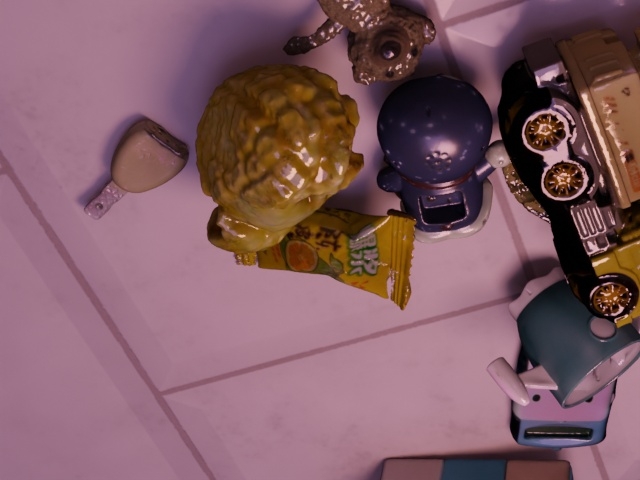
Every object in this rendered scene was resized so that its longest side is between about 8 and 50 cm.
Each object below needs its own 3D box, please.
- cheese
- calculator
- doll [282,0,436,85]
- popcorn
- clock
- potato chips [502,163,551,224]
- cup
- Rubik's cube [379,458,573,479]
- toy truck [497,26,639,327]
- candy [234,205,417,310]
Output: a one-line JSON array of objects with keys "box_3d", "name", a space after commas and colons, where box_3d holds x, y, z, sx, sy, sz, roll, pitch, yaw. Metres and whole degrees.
[{"box_3d": [-0.280, -0.093, 1.795, 0.097, 0.037, 0.192, 37, 119, -23], "name": "cheese"}, {"box_3d": [0.402, 0.245, 2.035, 0.172, 0.051, 0.293, 0, 128, 0], "name": "calculator"}, {"box_3d": [0.038, -0.330, 1.581, 0.202, 0.091, 0.286, -14, 117, -2], "name": "doll"}, {"box_3d": [-0.071, -0.127, 1.653, 0.173, 0.225, 0.286, -4, 157, -35], "name": "popcorn"}, {"box_3d": [0.167, -0.119, 1.702, 0.199, 0.147, 0.243, -5, 135, 11], "name": "clock"}, {"box_3d": [0.365, -0.103, 1.781, 0.202, 0.029, 0.220, -8, 125, 9], "name": "potato chips"}, {"box_3d": [0.377, 0.139, 1.862, 0.299, 0.173, 0.167, -26, 153, -23], "name": "cup"}, {"box_3d": [0.272, 0.610, 2.107, 0.344, 0.347, 0.347, -4, 127, 18], "name": "Rubik's cube"}, {"box_3d": [0.402, -0.095, 1.662, 0.254, 0.181, 0.405, -20, 118, 13], "name": "toy truck"}, {"box_3d": [0.000, 0.000, 1.810, 0.297, 0.081, 0.187, 16, 137, 19], "name": "candy"}]
